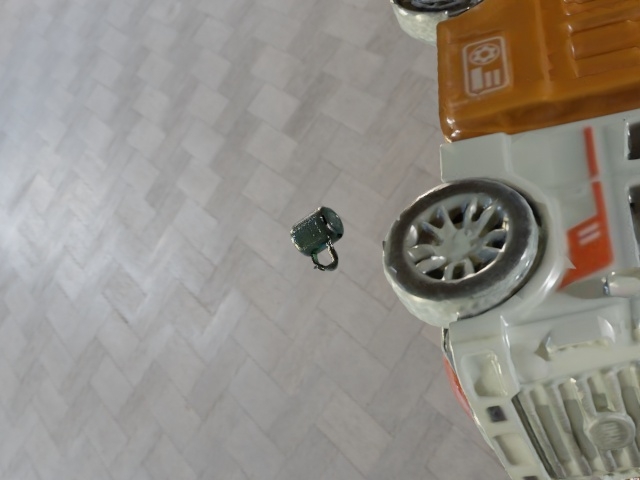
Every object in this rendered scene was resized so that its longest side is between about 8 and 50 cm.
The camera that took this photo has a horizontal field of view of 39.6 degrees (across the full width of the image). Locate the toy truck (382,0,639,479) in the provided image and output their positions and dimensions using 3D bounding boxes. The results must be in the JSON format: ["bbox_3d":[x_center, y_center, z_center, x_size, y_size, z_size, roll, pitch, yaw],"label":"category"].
[{"bbox_3d":[0.158,-0.072,0.484,0.207,0.173,0.387,-12,50,20],"label":"toy truck"}]

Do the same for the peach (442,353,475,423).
[{"bbox_3d":[0.306,0.150,1.117,0.338,0.281,0.281,-8,59,65],"label":"peach"}]

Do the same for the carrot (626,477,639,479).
[{"bbox_3d":[0.313,0.235,0.694,0.061,0.061,0.209,-53,30,6],"label":"carrot"}]

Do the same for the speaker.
[{"bbox_3d":[-0.003,0.000,1.366,0.075,0.060,0.094,-35,48,27],"label":"speaker"}]
